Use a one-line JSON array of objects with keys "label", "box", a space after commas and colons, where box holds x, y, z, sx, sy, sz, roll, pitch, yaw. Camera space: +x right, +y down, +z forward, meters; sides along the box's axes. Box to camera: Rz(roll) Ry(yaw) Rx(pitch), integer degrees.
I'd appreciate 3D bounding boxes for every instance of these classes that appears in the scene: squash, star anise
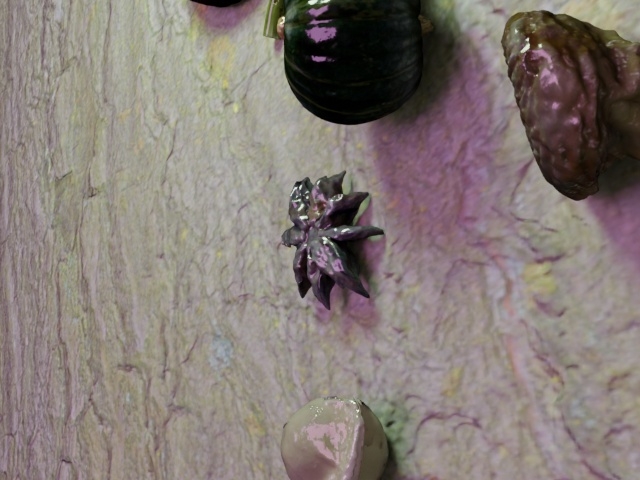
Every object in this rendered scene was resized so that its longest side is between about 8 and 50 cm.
[{"label": "squash", "box": [-0.066, -0.345, 1.298, 0.027, 0.027, 0.083, 24, 105, 54]}, {"label": "star anise", "box": [0.000, 0.000, 1.125, 0.180, 0.061, 0.204, -38, 56, 46]}, {"label": "squash", "box": [0.037, -0.241, 0.998, 0.172, 0.218, 0.218, 3, 87, 17]}]

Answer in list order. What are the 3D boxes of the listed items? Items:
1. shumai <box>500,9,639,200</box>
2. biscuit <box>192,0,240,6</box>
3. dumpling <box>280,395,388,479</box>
[{"label": "shumai", "box": [0.243, -0.120, 0.736, 0.153, 0.209, 0.161, -10, 59, 21]}, {"label": "biscuit", "box": [-0.161, -0.586, 1.415, 0.407, 0.091, 0.407, -13, 74, 53]}, {"label": "dumpling", "box": [0.016, 0.258, 1.028, 0.199, 0.118, 0.136, 119, 146, -63]}]
